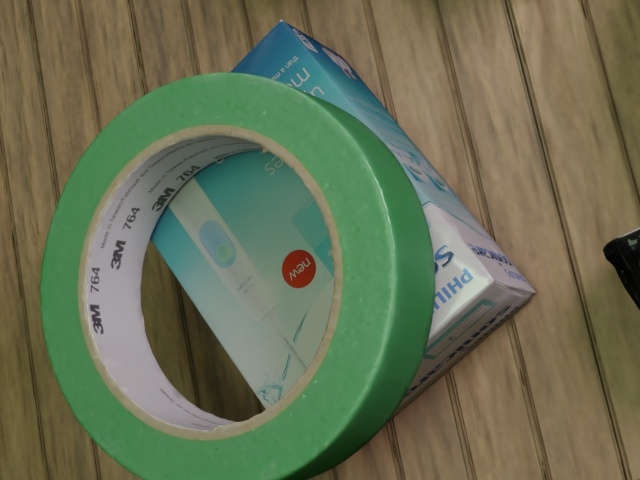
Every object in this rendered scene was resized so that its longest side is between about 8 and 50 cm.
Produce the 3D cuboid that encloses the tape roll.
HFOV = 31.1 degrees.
[{"bbox_3d":[-0.072,0.034,0.896,0.321,0.077,0.321,-4,82,27],"label":"tape roll"}]

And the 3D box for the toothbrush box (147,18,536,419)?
[{"bbox_3d":[0.000,0.000,0.977,0.216,0.126,0.295,-42,68,16],"label":"toothbrush box"}]

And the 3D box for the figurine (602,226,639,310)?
[{"bbox_3d":[0.347,0.055,0.827,0.215,0.092,0.209,-27,80,20],"label":"figurine"}]
